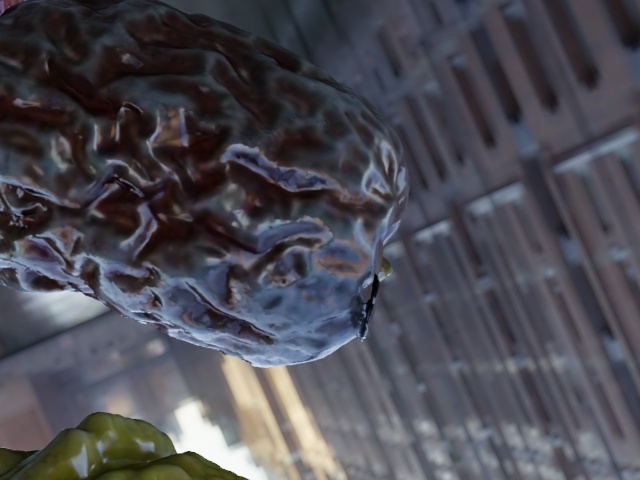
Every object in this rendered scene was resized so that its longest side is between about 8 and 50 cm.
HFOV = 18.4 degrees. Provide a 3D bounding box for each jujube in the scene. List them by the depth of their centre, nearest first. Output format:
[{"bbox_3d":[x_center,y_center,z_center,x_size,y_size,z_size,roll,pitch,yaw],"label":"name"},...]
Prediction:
[{"bbox_3d":[-0.096,-0.040,1.262,0.226,0.317,0.226,23,90,-83],"label":"jujube"}]

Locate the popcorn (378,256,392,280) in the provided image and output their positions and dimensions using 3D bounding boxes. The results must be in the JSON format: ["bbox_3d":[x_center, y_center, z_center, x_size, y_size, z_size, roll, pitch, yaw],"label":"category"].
[{"bbox_3d":[-0.002,0.000,1.466,0.089,0.109,0.097,-38,155,-35],"label":"popcorn"}]

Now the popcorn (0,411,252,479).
[{"bbox_3d":[-0.115,0.209,1.018,0.259,0.212,0.259,-20,157,-9],"label":"popcorn"}]

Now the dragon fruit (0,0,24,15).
[{"bbox_3d":[-0.292,-0.190,1.419,0.153,0.153,0.111,-24,174,-2],"label":"dragon fruit"}]
